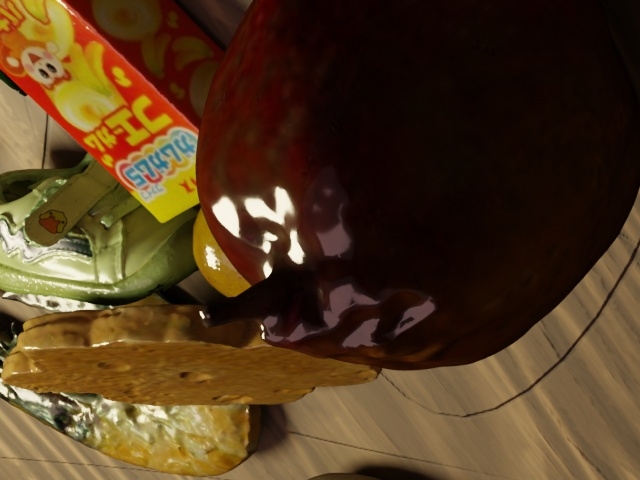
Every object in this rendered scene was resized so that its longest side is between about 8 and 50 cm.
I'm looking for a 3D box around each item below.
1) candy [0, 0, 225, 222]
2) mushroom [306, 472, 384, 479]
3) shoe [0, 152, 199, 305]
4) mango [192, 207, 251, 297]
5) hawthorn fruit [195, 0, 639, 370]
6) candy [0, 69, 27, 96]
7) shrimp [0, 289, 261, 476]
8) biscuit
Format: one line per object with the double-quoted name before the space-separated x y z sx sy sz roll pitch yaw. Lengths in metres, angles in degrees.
"candy" -0.174 -0.150 1.571 0.276 0.088 0.146 45 143 -17
"mushroom" 0.029 0.339 1.895 0.204 0.204 0.204 22 144 17
"shoe" -0.213 -0.005 1.730 0.262 0.140 0.128 -1 128 37
"mango" 0.000 0.000 1.586 0.228 0.099 0.136 5 109 23
"hawthorn fruit" 0.068 -0.064 1.288 0.308 0.324 0.308 1 128 1
"candy" -0.324 -0.232 1.618 0.097 0.097 0.323 11 147 30
"shrimp" -0.264 0.114 1.972 0.445 0.085 0.272 16 136 20
"biscuit" -0.126 0.105 1.750 0.376 0.051 0.269 -5 160 20
